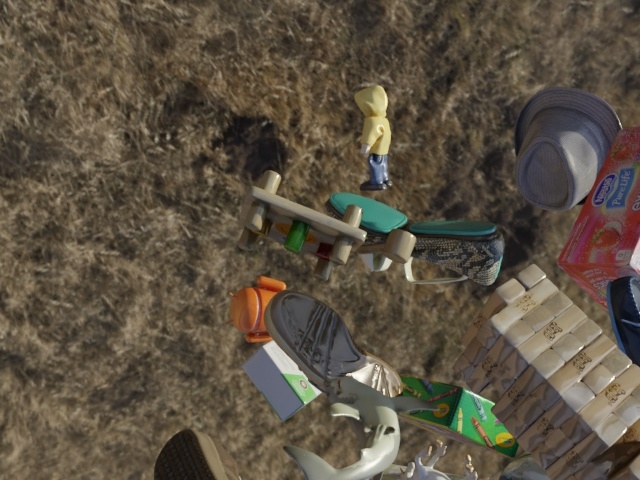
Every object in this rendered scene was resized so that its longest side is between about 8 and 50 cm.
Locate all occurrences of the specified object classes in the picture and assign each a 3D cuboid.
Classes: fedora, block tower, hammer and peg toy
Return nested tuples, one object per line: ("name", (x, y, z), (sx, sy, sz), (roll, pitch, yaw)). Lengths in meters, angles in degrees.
("fedora", (0.492, -0.167, 1.396), (0.124, 0.243, 0.276), (-42, 145, -30))
("block tower", (0.256, 0.181, 0.562), (0.090, 0.335, 0.097), (-27, 152, -31))
("hammer and peg toy", (0.000, 0.000, 1.432), (0.361, 0.128, 0.266), (22, 163, -6))

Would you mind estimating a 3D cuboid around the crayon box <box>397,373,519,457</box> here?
("crayon box", (0.246, 0.341, 1.333), (0.165, 0.278, 0.081), (29, 74, -21))

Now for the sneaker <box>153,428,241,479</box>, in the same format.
("sneaker", (-0.054, 0.194, 0.427), (0.066, 0.188, 0.071), (-45, 121, 4))

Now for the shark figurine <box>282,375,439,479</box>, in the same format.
("shark figurine", (0.055, 0.270, 0.829), (0.278, 0.166, 0.116), (-47, 144, -72))

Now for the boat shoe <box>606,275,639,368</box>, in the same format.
("boat shoe", (0.470, 0.159, 0.882), (0.109, 0.258, 0.089), (-26, 177, -46))

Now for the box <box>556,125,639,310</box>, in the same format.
("box", (0.548, -0.040, 1.124), (0.154, 0.142, 0.300), (39, 71, -23))

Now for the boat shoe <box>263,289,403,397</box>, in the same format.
("boat shoe", (0.007, 0.215, 1.198), (0.110, 0.122, 0.341), (-16, 128, 44))

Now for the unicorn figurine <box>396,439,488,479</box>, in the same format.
("unicorn figurine", (0.181, 0.371, 1.053), (0.060, 0.162, 0.111), (-4, 116, -44))

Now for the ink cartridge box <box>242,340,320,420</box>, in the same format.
("ink cartridge box", (-0.064, 0.387, 2.054), (0.121, 0.211, 0.289), (-46, 166, 32))

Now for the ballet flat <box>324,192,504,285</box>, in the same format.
("ballet flat", (0.205, 0.013, 1.619), (0.164, 0.482, 0.182), (-25, 122, -48))

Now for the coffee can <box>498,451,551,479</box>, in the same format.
("coffee can", (0.480, 0.431, 1.218), (0.275, 0.201, 0.202), (-15, 139, -43))

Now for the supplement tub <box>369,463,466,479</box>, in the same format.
("supplement tub", (0.221, 0.604, 1.403), (0.235, 0.324, 0.236), (-1, 91, -62))

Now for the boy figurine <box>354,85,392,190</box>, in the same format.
("boy figurine", (0.146, -0.281, 1.860), (0.177, 0.092, 0.285), (-37, 124, -61))

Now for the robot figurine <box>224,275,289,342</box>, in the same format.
("robot figurine", (-0.151, 0.188, 1.817), (0.219, 0.128, 0.158), (6, 141, -27))
